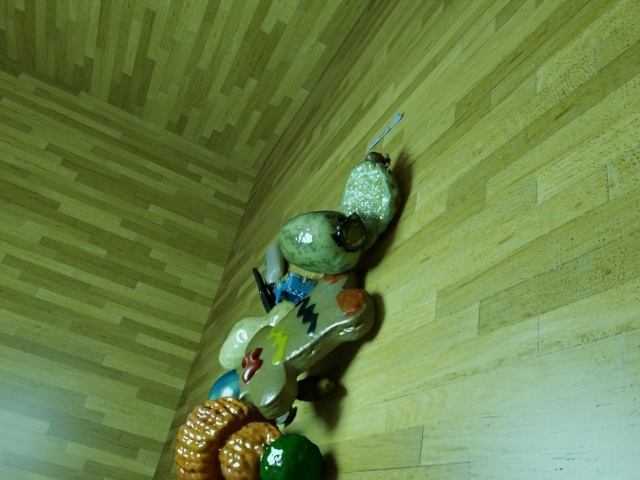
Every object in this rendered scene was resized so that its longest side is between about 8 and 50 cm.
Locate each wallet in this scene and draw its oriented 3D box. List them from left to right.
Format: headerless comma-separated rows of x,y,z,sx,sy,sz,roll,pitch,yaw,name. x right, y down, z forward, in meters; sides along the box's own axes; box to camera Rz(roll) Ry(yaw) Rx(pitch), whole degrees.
-0.216,0.209,2.042,0.285,0.030,0.146,-127,18,-71,wallet

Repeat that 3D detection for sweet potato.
-0.018,0.357,1.282,0.274,0.067,0.067,138,151,-62,sweet potato

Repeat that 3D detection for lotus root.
-0.092,0.468,1.429,0.083,0.030,0.037,-56,50,41,lotus root
-0.010,0.006,1.369,0.309,0.173,0.173,-7,60,57,lotus root

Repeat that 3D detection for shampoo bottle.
-0.183,0.118,2.112,0.257,0.078,0.127,-98,27,-55,shampoo bottle

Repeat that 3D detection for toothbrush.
0.196,-0.333,1.642,0.193,0.019,0.013,-44,28,57,toothbrush

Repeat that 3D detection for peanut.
-0.187,0.294,1.636,0.319,0.147,0.147,-36,24,13,peanut

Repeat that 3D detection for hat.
-0.130,0.509,1.232,0.400,0.285,0.285,-8,54,34,hat

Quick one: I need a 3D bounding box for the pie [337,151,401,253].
0.115,-0.080,1.401,0.274,0.105,0.257,-58,29,33,pie

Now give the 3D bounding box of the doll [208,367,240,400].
-0.244,0.500,1.562,0.322,0.198,0.186,-60,23,23,doll

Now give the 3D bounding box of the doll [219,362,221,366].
-0.274,0.381,1.981,0.252,0.111,0.237,-39,12,52,doll

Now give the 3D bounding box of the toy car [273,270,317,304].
-0.089,0.168,1.710,0.191,0.097,0.100,-35,36,62,toy car

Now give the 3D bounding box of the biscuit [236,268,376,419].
-0.049,0.228,1.286,0.394,0.076,0.368,-40,19,4,biscuit
